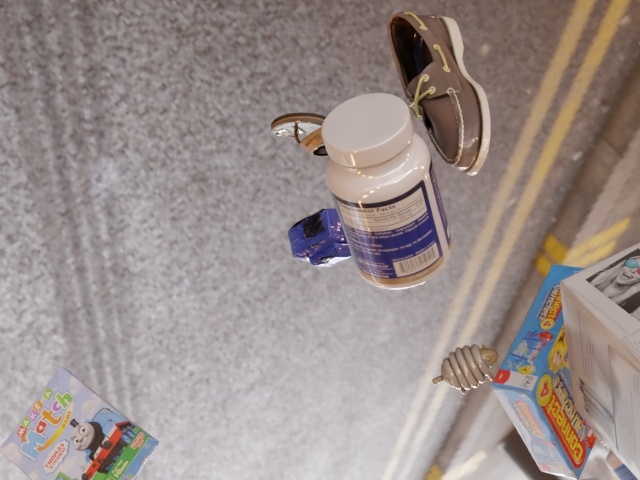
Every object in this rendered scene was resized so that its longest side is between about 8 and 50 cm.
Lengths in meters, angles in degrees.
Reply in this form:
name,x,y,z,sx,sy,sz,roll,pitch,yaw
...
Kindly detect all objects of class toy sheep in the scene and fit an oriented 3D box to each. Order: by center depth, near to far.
name,x,y,z,sx,sy,sz,roll,pitch,yaw
toy sheep,0.269,0.238,2.050,0.132,0.091,0.091,-30,159,7

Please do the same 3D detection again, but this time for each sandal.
name,x,y,z,sx,sy,sz,roll,pitch,yaw
sandal,0.014,-0.167,1.850,0.090,0.219,0.060,49,55,-70

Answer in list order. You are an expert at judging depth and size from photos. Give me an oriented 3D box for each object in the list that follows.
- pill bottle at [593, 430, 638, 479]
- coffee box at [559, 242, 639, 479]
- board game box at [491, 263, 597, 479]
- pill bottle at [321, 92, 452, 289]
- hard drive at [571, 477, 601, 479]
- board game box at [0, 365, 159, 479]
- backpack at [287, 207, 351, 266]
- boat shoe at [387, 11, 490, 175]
name,x,y,z,sx,sy,sz,roll,pitch,yaw
pill bottle,0.610,0.420,2.049,0.124,0.221,0.124,-33,166,-10
coffee box,0.648,0.211,1.860,0.334,0.338,0.338,-25,130,-11
board game box,0.484,0.261,2.184,0.302,0.086,0.308,-58,134,-27
pill bottle,0.093,-0.069,1.581,0.153,0.153,0.265,-33,132,-16
hard drive,0.289,0.495,1.708,0.353,0.047,0.233,1,104,-33
board game box,-0.367,0.311,1.669,0.160,0.211,0.039,-55,149,-8
backpack,0.000,0.000,2.049,0.120,0.101,0.098,-24,157,37
boat shoe,0.173,-0.228,1.667,0.096,0.324,0.116,9,138,-22
